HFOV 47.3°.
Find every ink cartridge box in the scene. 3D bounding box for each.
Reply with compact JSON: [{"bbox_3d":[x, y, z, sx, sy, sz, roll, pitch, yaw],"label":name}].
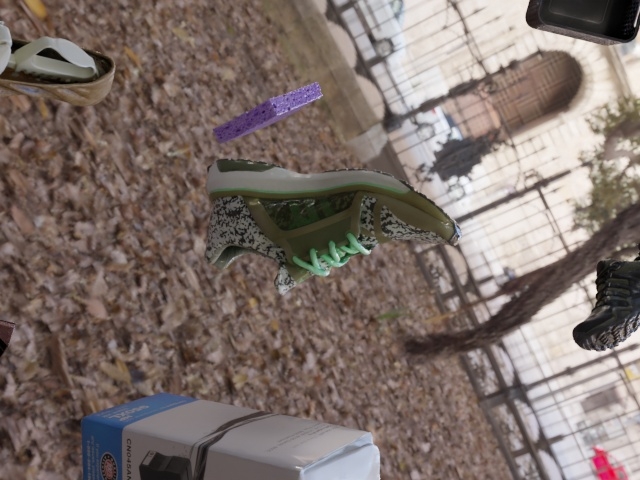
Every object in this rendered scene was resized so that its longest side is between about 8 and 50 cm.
[{"bbox_3d":[-0.129,0.382,0.976,0.166,0.395,0.285,-5,94,-55],"label":"ink cartridge box"}]

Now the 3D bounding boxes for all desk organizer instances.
[{"bbox_3d":[-0.665,0.206,1.499,0.047,0.130,0.050,20,57,-24],"label":"desk organizer"}]

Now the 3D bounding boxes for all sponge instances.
[{"bbox_3d":[-0.083,-0.217,1.233,0.031,0.117,0.210,63,27,-8],"label":"sponge"}]

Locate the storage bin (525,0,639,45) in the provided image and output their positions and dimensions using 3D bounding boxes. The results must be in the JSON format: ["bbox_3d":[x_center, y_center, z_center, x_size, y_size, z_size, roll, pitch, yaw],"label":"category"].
[{"bbox_3d":[0.468,-0.421,1.286,0.084,0.180,0.122,-96,-162,-78],"label":"storage bin"}]

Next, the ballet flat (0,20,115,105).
[{"bbox_3d":[-0.476,-0.283,1.157,0.342,0.124,0.116,1,67,-46],"label":"ballet flat"}]

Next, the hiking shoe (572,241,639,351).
[{"bbox_3d":[0.476,0.091,1.182,0.114,0.227,0.086,47,-23,35],"label":"hiking shoe"}]

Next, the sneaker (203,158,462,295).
[{"bbox_3d":[0.000,0.000,1.054,0.158,0.410,0.182,35,65,-59],"label":"sneaker"}]
